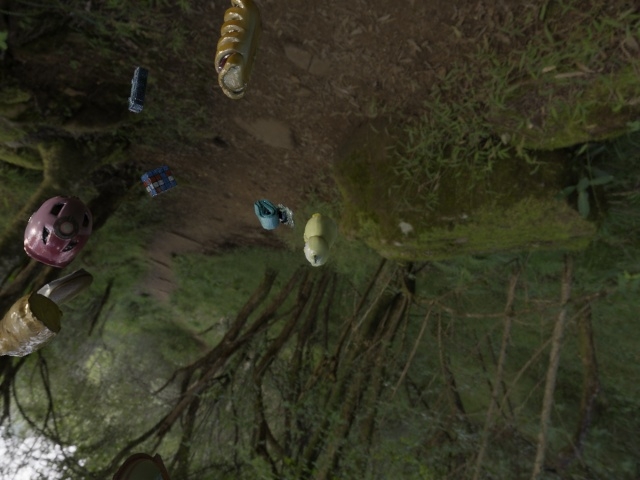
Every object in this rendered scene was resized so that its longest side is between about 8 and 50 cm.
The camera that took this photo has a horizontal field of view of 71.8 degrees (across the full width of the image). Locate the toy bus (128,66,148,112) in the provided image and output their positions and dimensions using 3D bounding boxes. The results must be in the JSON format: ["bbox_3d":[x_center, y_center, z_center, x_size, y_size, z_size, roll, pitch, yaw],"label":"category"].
[{"bbox_3d":[-0.693,-0.574,1.683,0.047,0.165,0.065,12,165,-38],"label":"toy bus"}]

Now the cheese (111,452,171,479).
[{"bbox_3d":[-0.273,0.427,0.627,0.286,0.074,0.188,-85,-19,-77],"label":"cheese"}]

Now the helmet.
[{"bbox_3d":[-0.913,-0.051,1.573,0.154,0.253,0.198,-32,136,29],"label":"helmet"}]

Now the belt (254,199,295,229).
[{"bbox_3d":[-0.156,-0.091,1.418,0.179,0.100,0.065,-131,30,-58],"label":"belt"}]

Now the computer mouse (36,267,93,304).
[{"bbox_3d":[-0.826,0.167,1.394,0.311,0.158,0.071,-22,98,42],"label":"computer mouse"}]

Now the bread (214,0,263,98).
[{"bbox_3d":[-0.196,-0.460,1.042,0.081,0.224,0.134,13,173,3],"label":"bread"}]

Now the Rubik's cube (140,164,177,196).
[{"bbox_3d":[-0.642,-0.236,1.757,0.092,0.092,0.092,-9,108,55],"label":"Rubik's cube"}]

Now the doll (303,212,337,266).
[{"bbox_3d":[-0.012,0.000,1.566,0.117,0.296,0.141,1,117,13],"label":"doll"}]

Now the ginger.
[{"bbox_3d":[-0.732,0.214,1.112,0.354,0.190,0.126,-31,90,47],"label":"ginger"}]
